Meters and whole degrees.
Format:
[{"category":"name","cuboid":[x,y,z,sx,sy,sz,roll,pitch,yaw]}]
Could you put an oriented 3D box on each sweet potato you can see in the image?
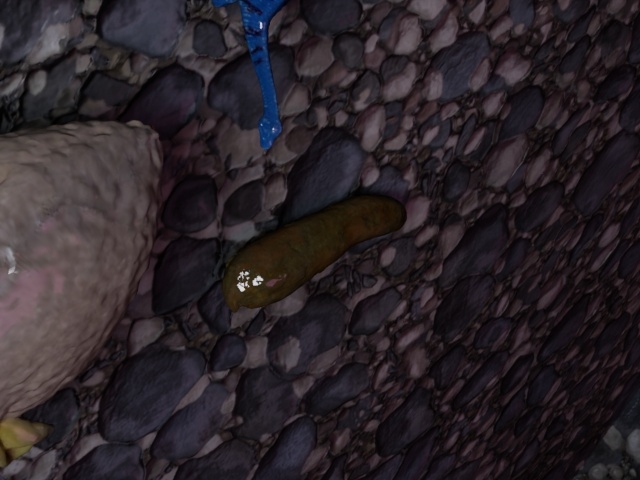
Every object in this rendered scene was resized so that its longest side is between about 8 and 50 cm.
[{"category":"sweet potato","cuboid":[0.000,0.000,1.336,0.273,0.075,0.075,-28,140,-36]}]

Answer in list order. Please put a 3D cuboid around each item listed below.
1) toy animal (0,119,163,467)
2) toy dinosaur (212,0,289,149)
[{"category":"toy animal","cuboid":[-0.260,0.036,0.957,0.358,0.188,0.226,-40,156,-18]},{"category":"toy dinosaur","cuboid":[-0.046,-0.251,1.001,0.076,0.144,0.329,6,105,-47]}]
